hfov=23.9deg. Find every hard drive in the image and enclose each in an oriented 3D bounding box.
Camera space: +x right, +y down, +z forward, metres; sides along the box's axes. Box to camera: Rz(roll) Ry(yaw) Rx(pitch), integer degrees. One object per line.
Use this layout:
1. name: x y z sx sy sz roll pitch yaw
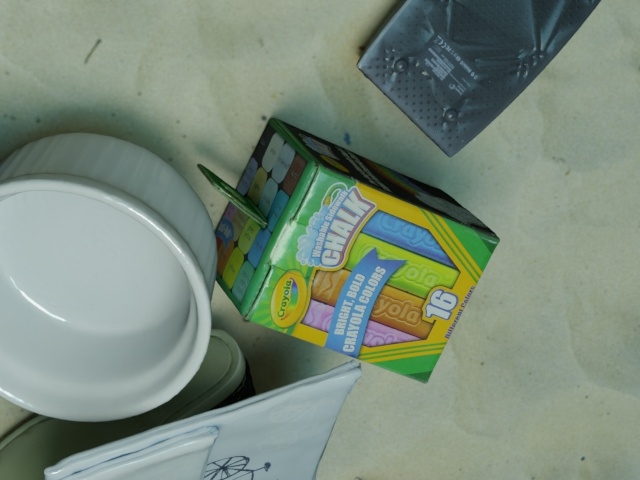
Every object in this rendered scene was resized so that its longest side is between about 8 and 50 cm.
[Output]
1. hard drive: 0.168 -0.232 1.600 0.254 0.054 0.172 -47 116 3

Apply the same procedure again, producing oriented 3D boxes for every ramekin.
1. ramekin: -0.232 0.029 1.476 0.277 0.135 0.277 4 123 6

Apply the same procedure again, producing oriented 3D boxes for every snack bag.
1. snack bag: -0.129 0.256 1.582 0.343 0.037 0.323 -17 153 -21

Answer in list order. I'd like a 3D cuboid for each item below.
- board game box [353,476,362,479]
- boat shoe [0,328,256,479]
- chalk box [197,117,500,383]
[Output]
1. board game box: 0.093 0.341 1.734 0.103 0.154 0.026 36 96 -26
2. boat shoe: -0.216 0.223 1.615 0.340 0.127 0.113 -35 140 -4
3. chalk box: 0.000 0.000 1.566 0.289 0.180 0.179 21 102 -22
